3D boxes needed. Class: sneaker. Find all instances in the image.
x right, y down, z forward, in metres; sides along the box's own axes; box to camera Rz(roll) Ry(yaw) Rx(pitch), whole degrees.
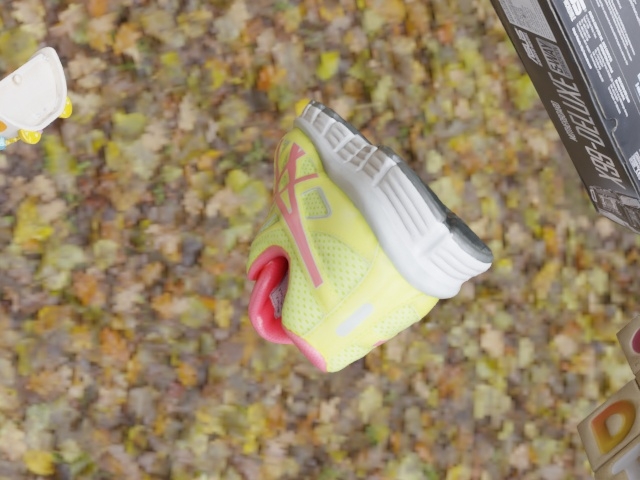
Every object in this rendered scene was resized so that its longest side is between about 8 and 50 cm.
[{"bbox_3d":[0.000,0.000,0.606,0.081,0.208,0.094,43,91,-12],"label":"sneaker"}]

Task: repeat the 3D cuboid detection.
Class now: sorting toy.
[{"bbox_3d":[-0.206,-0.078,0.877,0.045,0.075,0.083,58,34,-15],"label":"sorting toy"}]

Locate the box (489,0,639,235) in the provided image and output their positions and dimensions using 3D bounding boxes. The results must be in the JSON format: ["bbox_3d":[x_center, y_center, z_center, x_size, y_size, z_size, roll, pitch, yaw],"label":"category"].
[{"bbox_3d":[0.260,-0.177,0.993,0.242,0.076,0.307,-47,135,-9],"label":"box"}]

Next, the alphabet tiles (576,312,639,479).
[{"bbox_3d":[0.288,0.093,0.854,0.011,0.285,0.342,38,19,-19],"label":"alphabet tiles"}]
